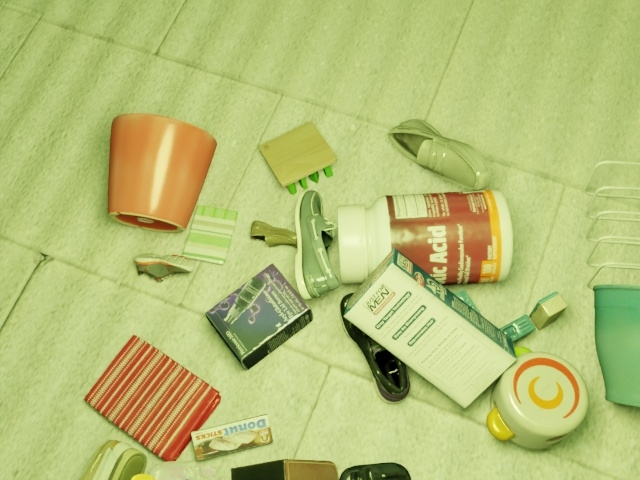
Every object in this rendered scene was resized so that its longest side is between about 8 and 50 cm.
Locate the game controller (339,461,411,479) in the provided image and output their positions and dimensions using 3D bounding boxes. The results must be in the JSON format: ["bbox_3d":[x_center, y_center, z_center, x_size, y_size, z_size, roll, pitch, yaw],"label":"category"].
[{"bbox_3d":[0.134,0.646,1.580,0.167,0.067,0.319,0,68,-14],"label":"game controller"}]

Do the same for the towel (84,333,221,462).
[{"bbox_3d":[-0.395,0.372,1.733,0.275,0.031,0.199,31,73,15],"label":"towel"}]

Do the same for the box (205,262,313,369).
[{"bbox_3d":[-0.145,0.183,1.752,0.207,0.108,0.153,-38,71,-12],"label":"box"}]

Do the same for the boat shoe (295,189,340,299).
[{"bbox_3d":[0.000,0.000,1.783,0.099,0.116,0.319,-14,48,17],"label":"boat shoe"}]

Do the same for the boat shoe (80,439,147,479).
[{"bbox_3d":[-0.499,0.590,1.618,0.103,0.113,0.302,17,70,32],"label":"boat shoe"}]

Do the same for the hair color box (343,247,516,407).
[{"bbox_3d":[0.243,0.194,1.627,0.347,0.105,0.174,38,111,-6],"label":"hair color box"}]

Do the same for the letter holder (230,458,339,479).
[{"bbox_3d":[-0.059,0.631,1.559,0.152,0.214,0.301,-20,65,30],"label":"letter holder"}]

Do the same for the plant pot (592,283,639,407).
[{"bbox_3d":[0.729,0.240,1.607,0.272,0.271,0.255,8,83,7],"label":"plant pot"}]

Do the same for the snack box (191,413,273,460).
[{"bbox_3d":[-0.202,0.450,1.680,0.178,0.022,0.064,-13,84,-5],"label":"snack box"}]

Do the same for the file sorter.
[{"bbox_3d":[0.730,-0.028,1.742,0.173,0.193,0.277,4,68,8],"label":"file sorter"}]

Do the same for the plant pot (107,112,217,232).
[{"bbox_3d":[-0.413,-0.158,1.838,0.275,0.275,0.243,8,79,7],"label":"plant pot"}]

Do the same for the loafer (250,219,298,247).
[{"bbox_3d":[-0.113,-0.005,1.859,0.148,0.056,0.050,18,70,21],"label":"loafer"}]

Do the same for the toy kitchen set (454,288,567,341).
[{"bbox_3d":[0.434,0.152,1.722,0.207,0.122,0.166,-28,69,-8],"label":"toy kitchen set"}]

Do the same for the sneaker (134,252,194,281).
[{"bbox_3d":[-0.391,0.072,1.847,0.158,0.061,0.064,7,107,15],"label":"sneaker"}]

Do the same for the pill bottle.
[{"bbox_3d":[0.239,-0.001,1.741,0.392,0.224,0.224,-3,68,2],"label":"pill bottle"}]

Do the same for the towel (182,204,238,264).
[{"bbox_3d":[-0.282,-0.014,1.891,0.113,0.023,0.152,11,67,5],"label":"towel"}]

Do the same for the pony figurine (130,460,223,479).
[{"bbox_3d":[-0.319,0.567,1.467,0.351,0.363,0.302,20,54,-33],"label":"pony figurine"}]

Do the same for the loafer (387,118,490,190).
[{"bbox_3d":[0.292,-0.210,1.836,0.111,0.112,0.319,-17,36,-28],"label":"loafer"}]

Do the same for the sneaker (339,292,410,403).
[{"bbox_3d":[0.134,0.233,1.705,0.107,0.124,0.283,-26,69,-7],"label":"sneaker"}]

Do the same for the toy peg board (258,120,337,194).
[{"bbox_3d":[-0.055,-0.209,1.935,0.161,0.079,0.160,-26,53,-8],"label":"toy peg board"}]

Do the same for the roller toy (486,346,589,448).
[{"bbox_3d":[0.479,0.358,1.621,0.191,0.146,0.209,18,59,8],"label":"roller toy"}]
